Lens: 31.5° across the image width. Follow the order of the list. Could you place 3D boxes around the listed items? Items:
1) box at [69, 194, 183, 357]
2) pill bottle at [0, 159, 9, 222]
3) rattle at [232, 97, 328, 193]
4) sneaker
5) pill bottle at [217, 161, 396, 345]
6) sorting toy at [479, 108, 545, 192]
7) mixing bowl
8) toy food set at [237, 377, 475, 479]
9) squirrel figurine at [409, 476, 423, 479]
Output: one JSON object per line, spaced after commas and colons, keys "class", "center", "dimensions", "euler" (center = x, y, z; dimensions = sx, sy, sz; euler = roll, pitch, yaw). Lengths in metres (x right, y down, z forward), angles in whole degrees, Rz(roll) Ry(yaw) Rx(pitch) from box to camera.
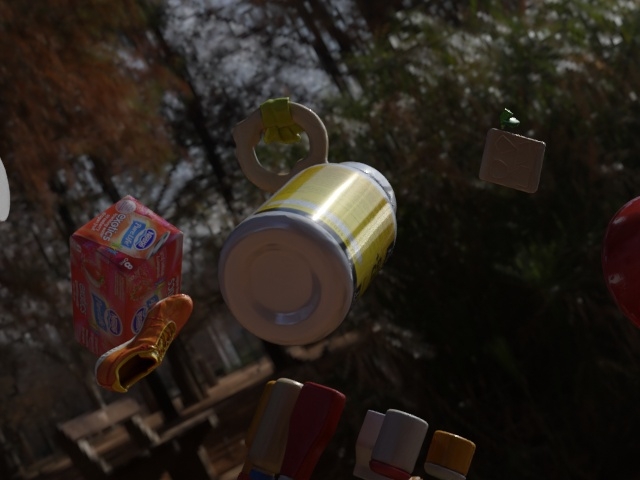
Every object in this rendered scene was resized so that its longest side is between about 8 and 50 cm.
{"class": "box", "center": [-0.303, 0.074, 1.774], "dimensions": [0.128, 0.123, 0.257], "euler": [-40, -25, -36]}
{"class": "pill bottle", "center": [-0.500, -0.053, 1.375], "dimensions": [0.221, 0.124, 0.124], "euler": [-9, -3, 3]}
{"class": "rattle", "center": [-0.029, -0.088, 1.547], "dimensions": [0.130, 0.199, 0.143], "euler": [-36, -9, -15]}
{"class": "sneaker", "center": [-0.227, 0.143, 1.536], "dimensions": [0.067, 0.064, 0.175], "euler": [15, 53, 40]}
{"class": "pill bottle", "center": [0.000, 0.000, 0.875], "dimensions": [0.103, 0.103, 0.184], "euler": [-30, 8, 27]}
{"class": "sorting toy", "center": [0.200, -0.094, 1.175], "dimensions": [0.062, 0.083, 0.012], "euler": [14, -14, -4]}
{"class": "mixing bowl", "center": [0.403, 0.016, 1.207], "dimensions": [0.181, 0.181, 0.098], "euler": [-26, -12, -19]}
{"class": "toy food set", "center": [0.017, 0.200, 1.049], "dimensions": [0.232, 0.104, 0.111], "euler": [13, -15, 29]}
{"class": "squirrel figurine", "center": [0.073, 0.480, 1.259], "dimensions": [0.281, 0.370, 0.397], "euler": [-21, -2, 28]}
